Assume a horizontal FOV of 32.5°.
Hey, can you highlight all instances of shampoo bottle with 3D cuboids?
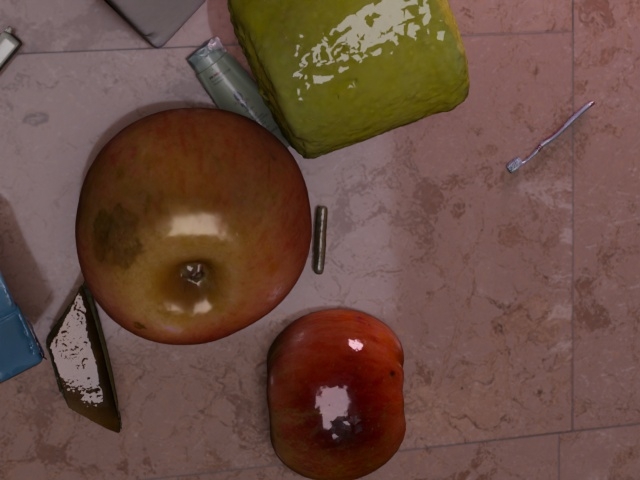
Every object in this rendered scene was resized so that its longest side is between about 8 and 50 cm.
[{"bbox_3d":[-0.130,-0.226,1.767,0.072,0.049,0.212,-38,104,6],"label":"shampoo bottle"}]

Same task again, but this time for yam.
[{"bbox_3d":[0.000,0.000,1.846,0.021,0.021,0.116,2,99,-12],"label":"yam"}]

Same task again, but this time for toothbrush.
[{"bbox_3d":[0.400,-0.181,1.900,0.193,0.013,0.019,-38,96,-2],"label":"toothbrush"}]

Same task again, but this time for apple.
[{"bbox_3d":[0.037,0.276,1.829,0.251,0.163,0.293,-4,102,-9],"label":"apple"},{"bbox_3d":[-0.189,-0.019,1.640,0.363,0.364,0.364,-2,100,-11],"label":"apple"}]

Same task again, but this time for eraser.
[{"bbox_3d":[-0.291,-0.425,1.618,0.331,0.331,0.150,41,91,-15],"label":"eraser"}]

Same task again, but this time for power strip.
[{"bbox_3d":[-0.522,-0.243,1.668,0.035,0.081,0.192,39,90,-17],"label":"power strip"}]

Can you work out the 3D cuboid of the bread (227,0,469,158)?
[{"bbox_3d":[0.035,-0.308,1.647,0.307,0.348,0.348,-25,103,2],"label":"bread"}]

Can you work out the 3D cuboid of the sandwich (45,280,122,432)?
[{"bbox_3d":[-0.384,0.197,1.766,0.096,0.094,0.258,-15,101,-13],"label":"sandwich"}]

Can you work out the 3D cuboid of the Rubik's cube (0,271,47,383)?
[{"bbox_3d":[-0.577,0.118,1.619,0.224,0.221,0.231,-28,105,-26],"label":"Rubik's cube"}]
